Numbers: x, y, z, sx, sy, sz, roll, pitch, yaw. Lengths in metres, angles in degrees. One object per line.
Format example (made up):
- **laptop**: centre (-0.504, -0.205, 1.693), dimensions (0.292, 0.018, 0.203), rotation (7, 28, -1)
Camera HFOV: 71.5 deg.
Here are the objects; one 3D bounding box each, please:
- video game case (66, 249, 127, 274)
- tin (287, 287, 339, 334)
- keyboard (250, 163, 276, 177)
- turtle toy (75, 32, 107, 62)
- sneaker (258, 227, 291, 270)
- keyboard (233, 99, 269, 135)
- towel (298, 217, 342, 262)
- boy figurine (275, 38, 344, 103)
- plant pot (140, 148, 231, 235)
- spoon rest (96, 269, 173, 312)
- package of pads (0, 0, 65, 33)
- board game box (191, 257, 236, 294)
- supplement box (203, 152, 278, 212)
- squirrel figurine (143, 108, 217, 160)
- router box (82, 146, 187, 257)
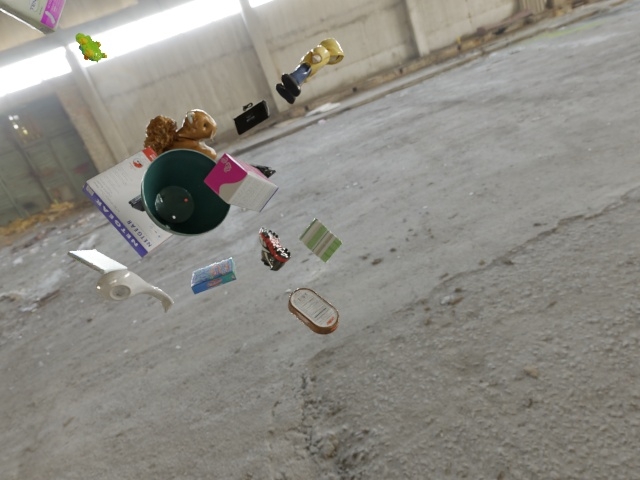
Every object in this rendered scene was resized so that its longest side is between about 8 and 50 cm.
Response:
- **video game case**: centre (-1.040, 0.100, 2.086), dimensions (0.023, 0.193, 0.212), rotation (-63, -3, 2)
- **tin**: centre (-0.023, 0.225, 1.435), dimensions (0.190, 0.040, 0.106), rotation (35, 54, 25)
- **keyboard**: centre (-0.286, -0.299, 1.890), dimensions (0.192, 0.038, 0.100), rotation (5, 31, 20)
- **turtle toy**: centre (-0.888, -0.737, 1.703), dimensions (0.066, 0.130, 0.095), rotation (-26, 3, 25)
- **sneaker**: centre (-0.243, 0.046, 2.127), dimensions (0.098, 0.135, 0.276), rotation (14, 25, -39)
- **keyboard**: centre (-0.293, -0.527, 1.874), dimensions (0.180, 0.108, 0.023), rotation (-21, -6, 30)
- **towel**: centre (0.000, 0.000, 1.773), dimensions (0.113, 0.152, 0.023), rotation (-50, -14, 11)
- **boy figurine**: centre (-0.030, -0.570, 1.475), dimensions (0.285, 0.092, 0.177), rotation (-48, 9, -29)
- **plant pot**: centre (-0.477, -0.143, 1.523), dimensions (0.290, 0.290, 0.195), rotation (-34, 10, -33)
- **spoon rest**: centre (-0.679, 0.187, 1.632), dimensions (0.137, 0.276, 0.084), rotation (-50, 41, 10)
- **package of pads**: centre (-0.955, -0.872, 1.453), dimensions (0.101, 0.296, 0.229), rotation (16, -1, 34)
- **board game box**: centre (-0.515, 0.169, 2.154), dimensions (0.210, 0.047, 0.160), rotation (-20, 27, -5)
- **supplement box**: centre (-0.242, -0.174, 1.392), dimensions (0.114, 0.111, 0.220), rotation (-51, -16, 10)
- **squirrel figurine**: centre (-0.725, -0.511, 2.301), dimensions (0.397, 0.370, 0.281), rotation (18, 22, -6)
- **router box**: centre (-0.678, -0.152, 1.731), dimensions (0.082, 0.335, 0.301), rotation (-27, 16, 48)
